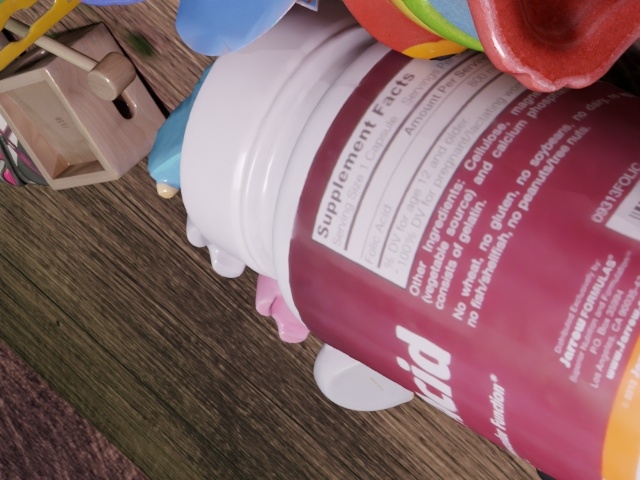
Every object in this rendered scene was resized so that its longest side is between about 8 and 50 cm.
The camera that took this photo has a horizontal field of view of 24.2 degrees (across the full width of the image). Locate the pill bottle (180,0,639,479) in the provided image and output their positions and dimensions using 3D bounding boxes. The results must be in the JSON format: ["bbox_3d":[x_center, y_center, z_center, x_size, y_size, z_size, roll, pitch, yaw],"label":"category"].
[{"bbox_3d":[0.113,-0.001,0.916,0.392,0.224,0.224,29,154,33],"label":"pill bottle"}]

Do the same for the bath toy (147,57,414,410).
[{"bbox_3d":[0.000,0.000,1.252,0.151,0.129,0.348,-16,131,23],"label":"bath toy"}]

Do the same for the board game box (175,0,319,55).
[{"bbox_3d":[-0.032,-0.190,0.949,0.033,0.168,0.133,23,158,-37],"label":"board game box"}]

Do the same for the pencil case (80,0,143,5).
[{"bbox_3d":[-0.187,-0.307,1.034,0.119,0.133,0.306,-19,127,16],"label":"pencil case"}]

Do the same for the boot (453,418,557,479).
[{"bbox_3d":[0.178,0.130,1.231,0.176,0.088,0.244,37,165,16],"label":"boot"}]

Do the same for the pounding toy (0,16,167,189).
[{"bbox_3d":[-0.220,-0.154,1.406,0.206,0.094,0.181,-6,123,50],"label":"pounding toy"}]

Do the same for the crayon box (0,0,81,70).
[{"bbox_3d":[-0.299,-0.275,1.163,0.083,0.203,0.323,32,155,27],"label":"crayon box"}]

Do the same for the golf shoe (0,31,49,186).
[{"bbox_3d":[-0.327,-0.159,1.591,0.120,0.105,0.273,12,150,27],"label":"golf shoe"}]

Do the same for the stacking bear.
[{"bbox_3d":[0.090,-0.163,0.769,0.289,0.175,0.164,-173,67,-71],"label":"stacking bear"}]
